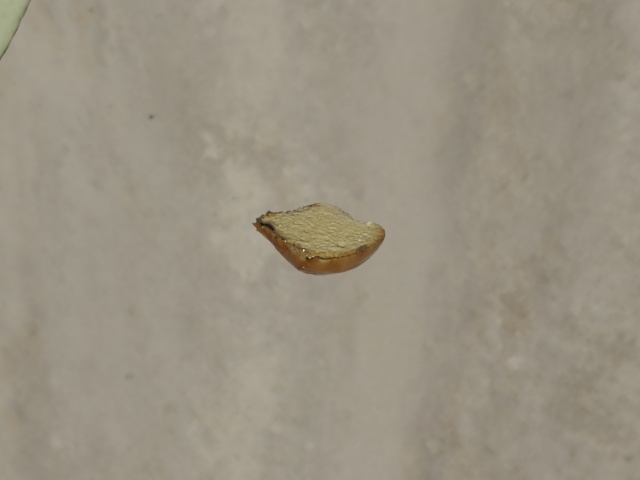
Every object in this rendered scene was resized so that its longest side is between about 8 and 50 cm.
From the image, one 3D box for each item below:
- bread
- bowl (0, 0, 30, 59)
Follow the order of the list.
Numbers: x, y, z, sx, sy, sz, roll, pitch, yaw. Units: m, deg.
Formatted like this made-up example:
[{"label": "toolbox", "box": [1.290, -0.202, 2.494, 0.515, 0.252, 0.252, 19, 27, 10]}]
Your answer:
[{"label": "bread", "box": [0.000, 0.000, 1.502, 0.126, 0.129, 0.044, 34, 128, 37]}, {"label": "bowl", "box": [-0.291, -0.179, 0.752, 0.307, 0.307, 0.163, -2, 156, 42]}]
